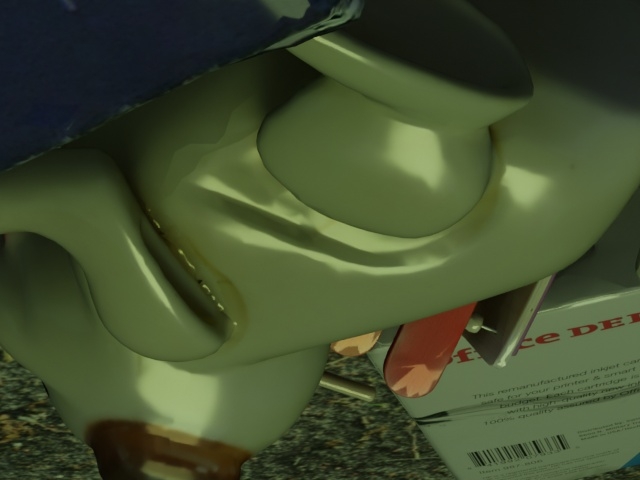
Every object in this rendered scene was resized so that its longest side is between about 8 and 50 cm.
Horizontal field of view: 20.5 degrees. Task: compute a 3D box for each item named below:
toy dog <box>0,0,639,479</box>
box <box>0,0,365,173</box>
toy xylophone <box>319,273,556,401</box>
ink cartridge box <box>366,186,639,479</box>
[{"bbox_3d":[-0.027,-0.036,0.982,0.395,0.285,0.408,21,132,-31],"label":"toy dog"},{"bbox_3d":[-0.293,-0.214,0.462,0.471,0.297,0.480,-21,124,26],"label":"box"},{"bbox_3d":[0.000,0.000,1.206,0.322,0.081,0.236,14,106,-9],"label":"toy xylophone"},{"bbox_3d":[0.207,0.059,1.462,0.285,0.166,0.395,-14,153,10],"label":"ink cartridge box"}]
